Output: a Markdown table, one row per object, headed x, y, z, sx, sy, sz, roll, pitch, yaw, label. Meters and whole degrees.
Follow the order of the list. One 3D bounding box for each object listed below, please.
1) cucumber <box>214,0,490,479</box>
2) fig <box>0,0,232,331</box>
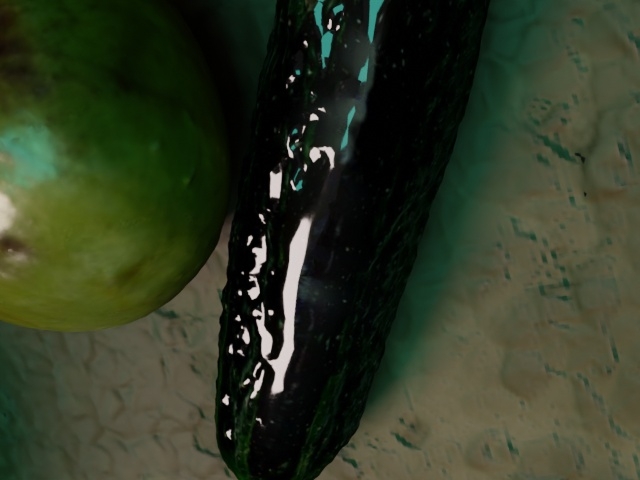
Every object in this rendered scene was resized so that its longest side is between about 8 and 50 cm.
| x | y | z | sx | sy | sz | roll | pitch | yaw | label |
| --- | --- | --- | --- | --- | --- | --- | --- | --- | --- |
| 0.001 | 0.000 | 0.383 | 0.074 | 0.074 | 0.242 | 18 | 115 | 10 | cucumber |
| -0.097 | -0.036 | 0.369 | 0.136 | 0.120 | 0.153 | 54 | 152 | 39 | fig |
